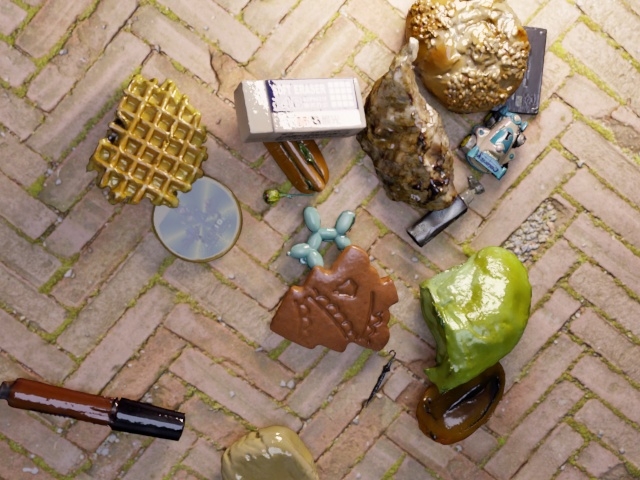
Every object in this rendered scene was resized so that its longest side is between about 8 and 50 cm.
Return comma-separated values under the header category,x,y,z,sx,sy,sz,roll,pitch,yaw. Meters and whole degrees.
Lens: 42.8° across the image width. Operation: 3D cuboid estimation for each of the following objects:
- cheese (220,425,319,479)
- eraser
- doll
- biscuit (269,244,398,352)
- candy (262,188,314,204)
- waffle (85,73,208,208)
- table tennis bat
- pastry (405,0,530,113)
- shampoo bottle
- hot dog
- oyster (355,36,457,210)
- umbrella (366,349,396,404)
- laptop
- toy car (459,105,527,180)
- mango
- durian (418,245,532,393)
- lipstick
category,x,y,z,sx,sy,sz,roll,pitch,yaw
cheese,-0.121,0.549,1.910,0.214,0.117,0.226,-31,103,3
eraser,-0.045,-0.288,1.797,0.279,0.081,0.124,-6,82,-24
doll,0.000,0.000,1.892,0.159,0.059,0.158,-1,96,-9
biscuit,0.030,0.162,1.893,0.306,0.043,0.283,-18,115,1
candy,-0.074,-0.102,1.890,0.123,0.035,0.035,-2,85,-17
waffle,-0.380,-0.213,1.782,0.283,0.065,0.309,-20,88,-20
table tennis bat,-0.323,-0.084,1.852,0.321,0.050,0.198,39,87,-12
pastry,0.330,-0.436,1.826,0.255,0.162,0.310,-32,95,8
shampoo bottle,0.297,-0.069,1.925,0.208,0.057,0.063,-38,89,-4
hot dog,-0.066,-0.216,1.856,0.100,0.068,0.249,-36,99,-2
oyster,0.176,-0.240,1.843,0.204,0.111,0.396,-15,107,15
umbrella,0.148,0.333,1.967,0.022,0.022,0.148,25,93,33
laptop,0.451,-0.404,1.923,0.154,0.026,0.207,4,96,-8
toy car,0.416,-0.225,1.896,0.126,0.098,0.161,38,100,-12
mango,0.337,0.375,1.936,0.248,0.151,0.156,-46,58,-9
durian,0.355,0.164,1.878,0.340,0.204,0.255,-29,72,-5
lipstick,-0.517,0.382,1.858,0.419,0.077,0.077,13,94,-7
